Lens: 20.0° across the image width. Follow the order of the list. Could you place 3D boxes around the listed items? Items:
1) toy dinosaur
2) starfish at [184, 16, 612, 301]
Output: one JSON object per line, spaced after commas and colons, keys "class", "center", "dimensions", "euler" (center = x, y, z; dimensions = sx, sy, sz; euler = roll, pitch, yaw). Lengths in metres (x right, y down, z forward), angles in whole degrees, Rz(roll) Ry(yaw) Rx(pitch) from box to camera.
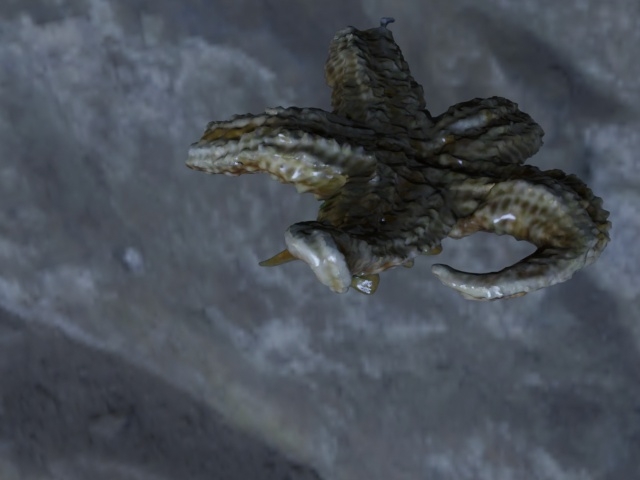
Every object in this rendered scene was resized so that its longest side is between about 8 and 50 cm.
{"class": "toy dinosaur", "center": [0.000, 0.000, 1.139], "dimensions": [0.162, 0.126, 0.039], "euler": [-2, 72, 29]}
{"class": "starfish", "center": [0.026, -0.029, 0.608], "dimensions": [0.150, 0.053, 0.209], "euler": [6, 21, 17]}
